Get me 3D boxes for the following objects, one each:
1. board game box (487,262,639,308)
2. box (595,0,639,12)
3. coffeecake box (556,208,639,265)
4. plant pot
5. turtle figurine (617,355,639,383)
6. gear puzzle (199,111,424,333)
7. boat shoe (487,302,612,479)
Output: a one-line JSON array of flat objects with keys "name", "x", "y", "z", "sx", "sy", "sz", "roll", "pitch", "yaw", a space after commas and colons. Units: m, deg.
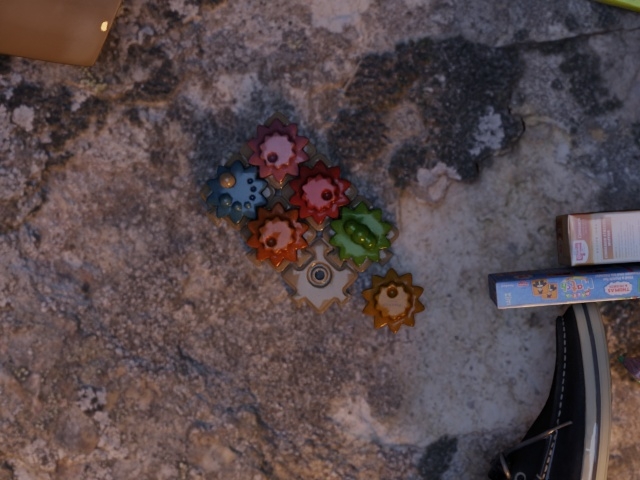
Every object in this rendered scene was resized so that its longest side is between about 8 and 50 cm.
[{"name": "board game box", "x": 0.325, "y": 0.055, "z": 1.651, "sx": 0.211, "sy": 0.160, "sz": 0.039, "roll": -4, "pitch": 92, "yaw": 4}, {"name": "box", "x": 0.371, "y": -0.369, "z": 1.698, "sx": 0.178, "sy": 0.042, "sz": 0.109, "roll": 16, "pitch": 91, "yaw": 4}, {"name": "coffeecake box", "x": 0.402, "y": -0.006, "z": 1.653, "sx": 0.185, "sy": 0.142, "sz": 0.068, "roll": -4, "pitch": 90, "yaw": 4}, {"name": "plant pot", "x": -0.383, "y": -0.363, "z": 1.643, "sx": 0.280, "sy": 0.323, "sz": 0.323, "roll": 22, "pitch": 93, "yaw": -13}, {"name": "turtle figurine", "x": 0.507, "y": 0.112, "z": 1.667, "sx": 0.175, "sy": 0.118, "sz": 0.234, "roll": 44, "pitch": 99, "yaw": 2}, {"name": "gear puzzle", "x": 0.000, "y": 0.000, "z": 1.730, "sx": 0.339, "sy": 0.044, "sz": 0.175, "roll": 45, "pitch": 93, "yaw": 2}, {"name": "boat shoe", "x": 0.278, "y": 0.317, "z": 1.640, "sx": 0.156, "sy": 0.187, "sz": 0.500, "roll": 9, "pitch": 87, "yaw": 10}]
